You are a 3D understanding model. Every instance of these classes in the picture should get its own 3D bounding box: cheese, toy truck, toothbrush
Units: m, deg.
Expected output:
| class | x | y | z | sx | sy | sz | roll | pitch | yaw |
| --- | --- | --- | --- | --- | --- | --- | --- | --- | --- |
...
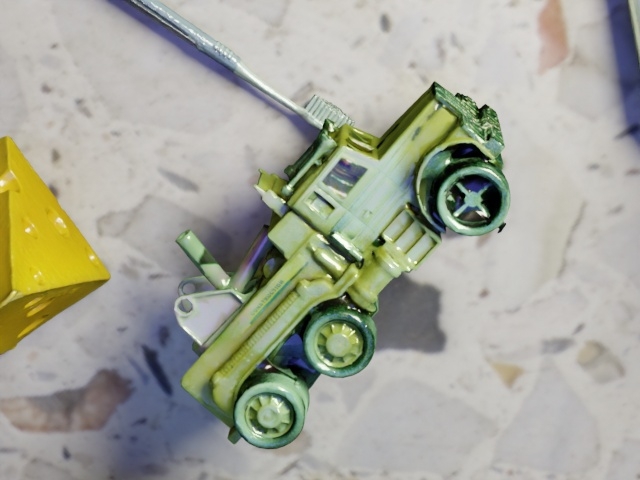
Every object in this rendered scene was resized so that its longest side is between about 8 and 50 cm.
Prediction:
| class | x | y | z | sx | sy | sz | roll | pitch | yaw |
| --- | --- | --- | --- | --- | --- | --- | --- | --- | --- |
| cheese | -0.214 | 0.026 | 1.061 | 0.093 | 0.171 | 0.126 | -32 | 104 | 11 |
| toy truck | 0.004 | 0.000 | 1.067 | 0.259 | 0.128 | 0.135 | -43 | 100 | 13 |
| toothbrush | -0.071 | -0.129 | 1.086 | 0.219 | 0.016 | 0.019 | 33 | 105 | -8 |

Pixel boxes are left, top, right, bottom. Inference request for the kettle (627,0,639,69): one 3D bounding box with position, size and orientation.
| class | x | y | z | sx | sy | sz | roll | pitch | yaw |
| --- | --- | --- | --- | --- | --- | --- | --- | --- | --- |
| kettle | 0.298 | -0.124 | 1.025 | 0.210 | 0.160 | 0.243 | -14 | 101 | 36 |
